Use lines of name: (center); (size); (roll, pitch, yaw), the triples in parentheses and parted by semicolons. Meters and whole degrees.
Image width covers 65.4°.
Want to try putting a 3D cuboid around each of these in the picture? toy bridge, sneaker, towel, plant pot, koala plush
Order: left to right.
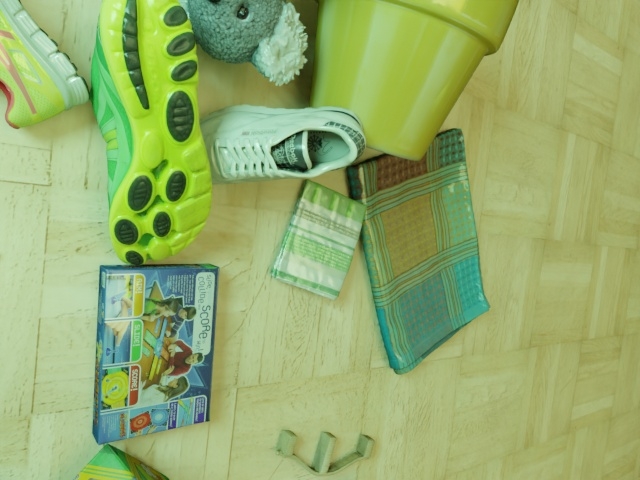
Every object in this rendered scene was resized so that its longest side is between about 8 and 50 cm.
sneaker: (-0.311, -0.191, 0.441); (0.094, 0.081, 0.208); (-44, 118, -16)
sneaker: (-0.180, -0.111, 0.531); (0.109, 0.123, 0.295); (-6, 119, -29)
koala plush: (-0.074, -0.289, 0.520); (0.196, 0.203, 0.221); (18, 112, 4)
sneaker: (-0.067, -0.104, 0.563); (0.235, 0.095, 0.090); (-9, 117, 8)
towel: (0.000, 0.000, 0.726); (0.113, 0.023, 0.152); (23, 80, -26)
toy bridge: (0.005, 0.336, 0.785); (0.188, 0.026, 0.063); (19, 86, -37)
plant pot: (0.092, -0.241, 0.646); (0.254, 0.254, 0.239); (8, 108, -37)
towel: (0.186, 0.016, 0.866); (0.271, 0.040, 0.370); (-25, 111, -32)

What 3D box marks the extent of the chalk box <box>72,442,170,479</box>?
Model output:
chalk box: (-0.182, 0.341, 0.513); (0.132, 0.213, 0.132); (-48, 140, -23)

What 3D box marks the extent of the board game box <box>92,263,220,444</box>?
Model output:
board game box: (-0.195, 0.129, 0.599); (0.136, 0.035, 0.201); (2, 96, -37)
